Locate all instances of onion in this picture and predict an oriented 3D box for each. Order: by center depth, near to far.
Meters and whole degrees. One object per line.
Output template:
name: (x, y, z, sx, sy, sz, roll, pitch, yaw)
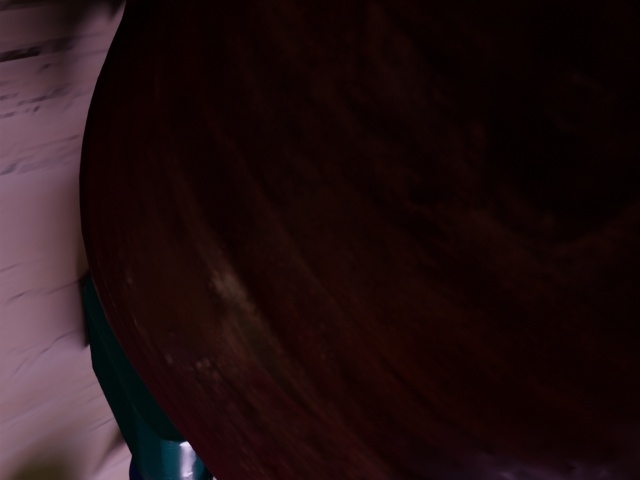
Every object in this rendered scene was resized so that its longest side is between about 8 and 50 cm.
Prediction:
onion: (0.090, -0.051, 0.620, 0.341, 0.341, 0.341, -53, 166, -19)

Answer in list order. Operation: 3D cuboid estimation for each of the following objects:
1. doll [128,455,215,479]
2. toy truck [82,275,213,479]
doll: (-0.052, 0.090, 0.969, 0.143, 0.057, 0.099, -47, -154, -5)
toy truck: (0.000, 0.000, 0.820, 0.253, 0.124, 0.114, -53, 167, -24)
